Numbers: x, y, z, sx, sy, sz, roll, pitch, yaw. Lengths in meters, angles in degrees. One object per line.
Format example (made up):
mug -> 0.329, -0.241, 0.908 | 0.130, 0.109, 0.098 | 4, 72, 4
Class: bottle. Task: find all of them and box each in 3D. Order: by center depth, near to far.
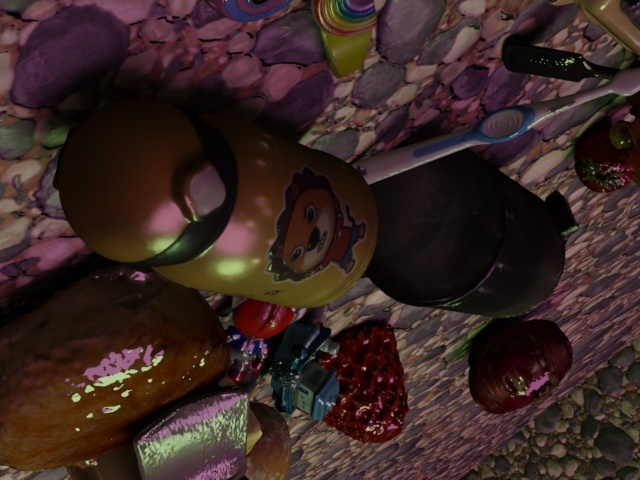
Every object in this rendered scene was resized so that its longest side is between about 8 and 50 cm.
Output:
bottle -> -0.094, -0.031, 0.954 | 0.171, 0.171, 0.351 | -41, 156, 18

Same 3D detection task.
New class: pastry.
pastry -> -0.252, 0.155, 1.162 | 0.330, 0.136, 0.329 | -28, 158, -12

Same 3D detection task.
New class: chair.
chair -> -0.129, 0.343, 1.244 | 0.160, 0.186, 0.319 | -18, 147, -24

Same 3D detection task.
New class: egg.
egg -> -0.155, 0.347, 1.591 | 0.245, 0.203, 0.203 | -26, 156, -23

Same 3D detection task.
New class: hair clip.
hair clip -> 0.021, -0.201, 0.945 | 0.060, 0.033, 0.188 | -30, 157, -7

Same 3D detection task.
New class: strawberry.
strawberry -> 0.440, -0.126, 1.570 | 0.106, 0.106, 0.106 | -28, 157, -13
strawberry -> 0.059, 0.270, 1.759 | 0.234, 0.178, 0.234 | -23, 150, -14

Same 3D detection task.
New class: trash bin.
trash bin -> 0.191, -0.002, 1.351 | 0.252, 0.202, 0.301 | -26, 162, 22

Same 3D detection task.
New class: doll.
doll -> -0.081, 0.102, 1.348 | 0.194, 0.104, 0.062 | -59, -171, 19

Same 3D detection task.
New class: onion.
onion -> 0.428, 0.264, 2.210 | 0.246, 0.190, 0.246 | -29, 177, -2

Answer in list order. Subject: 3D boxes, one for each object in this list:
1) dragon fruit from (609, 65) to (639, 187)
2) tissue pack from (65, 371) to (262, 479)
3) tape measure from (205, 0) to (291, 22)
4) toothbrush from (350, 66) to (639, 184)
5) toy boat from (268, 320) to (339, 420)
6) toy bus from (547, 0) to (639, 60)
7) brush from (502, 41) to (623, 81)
dragon fruit -> 0.541, -0.163, 1.426 | 0.263, 0.296, 0.314 | -20, 133, 9
tissue pack -> -0.221, 0.255, 1.373 | 0.234, 0.159, 0.125 | -18, 153, -32
tape measure -> -0.045, -0.222, 0.767 | 0.118, 0.074, 0.125 | -45, 160, 12
toothbrush -> 0.195, -0.126, 1.138 | 0.386, 0.040, 0.040 | -18, 164, 25
toy boat -> -0.015, 0.200, 1.585 | 0.109, 0.098, 0.237 | -50, 161, -32
toy bus -> 0.336, -0.287, 1.005 | 0.202, 0.176, 0.365 | -37, 159, 24
brush -> 0.305, -0.196, 1.176 | 0.063, 0.194, 0.016 | 58, 45, -68
